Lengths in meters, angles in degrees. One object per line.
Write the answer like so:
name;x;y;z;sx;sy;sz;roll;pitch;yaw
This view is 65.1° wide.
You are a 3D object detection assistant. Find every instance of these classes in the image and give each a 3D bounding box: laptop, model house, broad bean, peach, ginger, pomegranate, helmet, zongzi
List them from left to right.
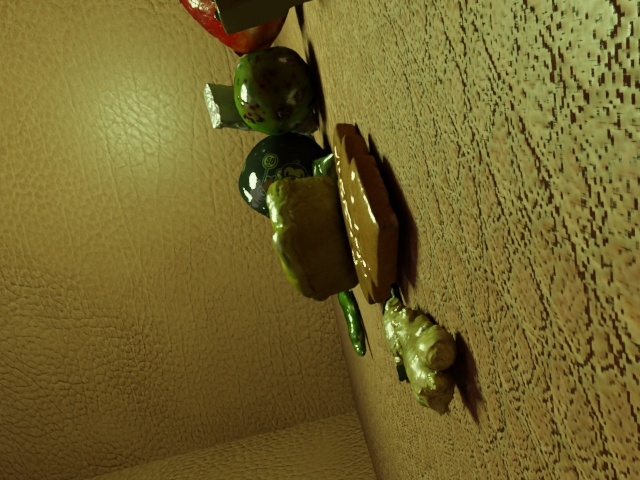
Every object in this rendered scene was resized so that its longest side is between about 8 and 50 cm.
peach;-0.191;-0.577;1.091;0.281;0.281;0.338;-106;4;-48
model house;-0.110;-0.461;0.730;0.181;0.176;0.247;-113;5;-76
pomegranate;-0.109;-0.352;1.144;0.202;0.202;0.247;79;169;-48
helmet;-0.070;-0.179;1.221;0.278;0.231;0.160;-74;4;-45
zongzi;0.022;-0.130;1.089;0.119;0.055;0.109;-168;62;-75
broad bean;0.091;0.217;1.466;0.292;0.050;0.144;-105;-4;-74
laptop;0.119;0.149;0.784;0.197;0.016;0.135;84;173;-70
ginger;0.105;0.123;0.560;0.176;0.053;0.193;-115;9;-49

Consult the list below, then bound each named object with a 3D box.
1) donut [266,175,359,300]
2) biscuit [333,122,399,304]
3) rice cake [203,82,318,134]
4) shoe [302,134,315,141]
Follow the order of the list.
donut;0.000;0.000;0.913;0.261;0.128;0.208;43;-146;-70
biscuit;0.058;-0.032;0.690;0.306;0.043;0.283;-113;13;-85
rice cake;-0.141;-0.322;1.252;0.050;0.298;0.106;-30;70;52
shoe;-0.040;-0.212;1.494;0.274;0.103;0.098;-97;-4;-46
